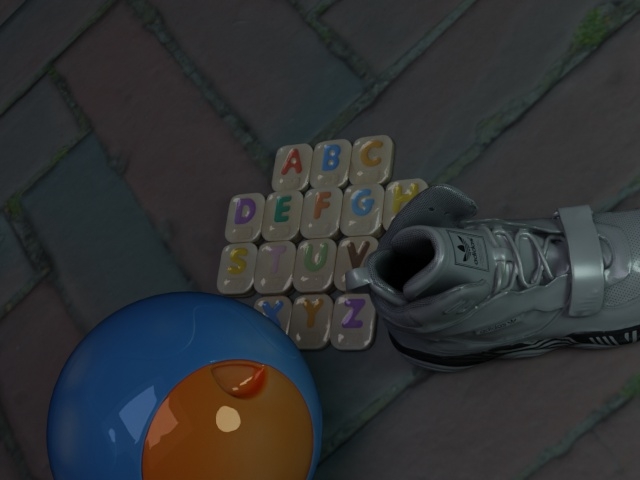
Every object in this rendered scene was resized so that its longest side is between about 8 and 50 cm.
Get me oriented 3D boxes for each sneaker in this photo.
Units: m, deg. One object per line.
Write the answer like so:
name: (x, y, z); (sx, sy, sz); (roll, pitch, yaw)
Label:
sneaker: (0.206, 0.028, 0.988); (0.365, 0.210, 0.137); (-18, 61, 22)

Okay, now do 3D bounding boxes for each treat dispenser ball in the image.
treat dispenser ball: (-0.141, 0.198, 1.061); (0.288, 0.288, 0.288); (-12, 63, 25)

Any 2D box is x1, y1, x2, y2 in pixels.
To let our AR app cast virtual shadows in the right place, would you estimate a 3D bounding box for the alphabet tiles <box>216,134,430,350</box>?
alphabet tiles: (0.000, 0.000, 1.234); (0.284, 0.021, 0.278); (-3, 67, 29)
